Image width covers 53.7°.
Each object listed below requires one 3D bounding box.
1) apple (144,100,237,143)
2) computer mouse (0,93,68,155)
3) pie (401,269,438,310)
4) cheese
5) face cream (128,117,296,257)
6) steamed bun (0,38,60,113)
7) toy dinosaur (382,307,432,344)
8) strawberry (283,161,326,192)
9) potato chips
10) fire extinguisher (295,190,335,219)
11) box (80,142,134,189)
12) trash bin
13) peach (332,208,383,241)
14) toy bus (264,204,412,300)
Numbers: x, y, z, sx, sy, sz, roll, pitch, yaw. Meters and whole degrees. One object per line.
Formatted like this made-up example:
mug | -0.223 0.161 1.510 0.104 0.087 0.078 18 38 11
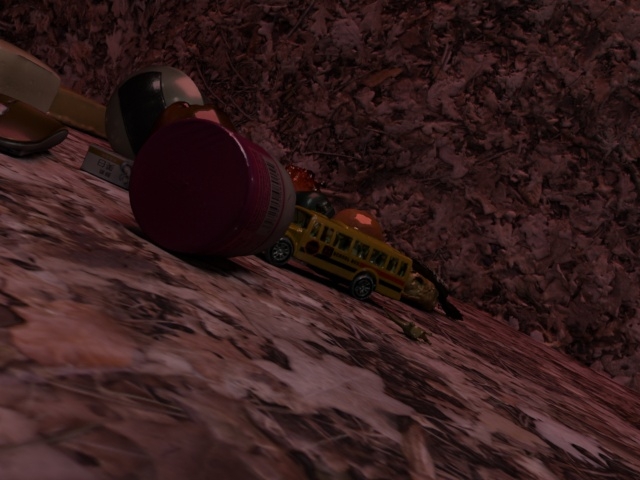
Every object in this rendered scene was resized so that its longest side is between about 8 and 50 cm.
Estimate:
apple | -0.259 -0.173 1.307 0.234 0.234 0.234 26 3 -2
computer mouse | -0.506 -0.195 1.030 0.158 0.072 0.310 23 5 -15
pie | 0.168 0.080 1.725 0.339 0.083 0.339 30 1 -1
cheese | -0.827 -0.437 1.958 0.384 0.104 0.384 27 4 -2
face cream | -0.140 -0.063 0.875 0.175 0.175 0.195 27 3 16
steamed bun | -0.804 -0.427 1.606 0.164 0.146 0.241 34 6 31
toy dinosaur | 0.152 0.149 1.072 0.113 0.026 0.041 35 -6 -20
strawberry | -0.117 -0.138 2.085 0.234 0.234 0.178 24 -16 -32
potato chips | 0.327 0.137 1.769 0.202 0.029 0.220 39 -15 54
fire extinguisher | -0.067 -0.063 1.449 0.114 0.095 0.311 -29 20 -37
box | -0.330 -0.111 1.175 0.218 0.055 0.039 26 5 -15
trash bin | -0.404 -0.306 1.789 0.280 0.280 0.432 27 0 12
peach | 0.102 -0.013 1.975 0.184 0.184 0.184 26 3 -2
toy bus | 0.021 0.021 1.238 0.335 0.123 0.121 25 4 -31
